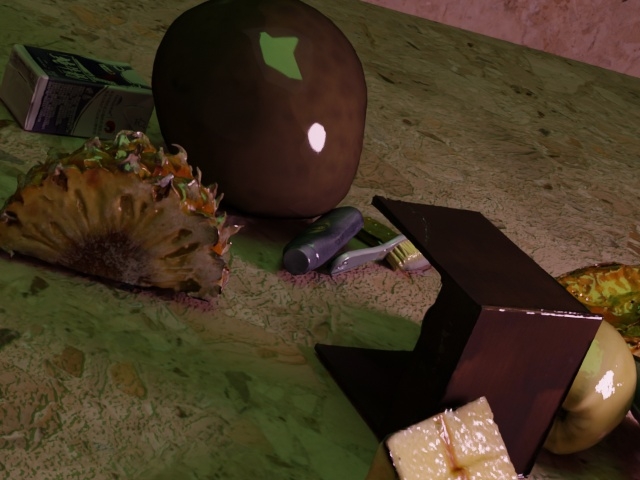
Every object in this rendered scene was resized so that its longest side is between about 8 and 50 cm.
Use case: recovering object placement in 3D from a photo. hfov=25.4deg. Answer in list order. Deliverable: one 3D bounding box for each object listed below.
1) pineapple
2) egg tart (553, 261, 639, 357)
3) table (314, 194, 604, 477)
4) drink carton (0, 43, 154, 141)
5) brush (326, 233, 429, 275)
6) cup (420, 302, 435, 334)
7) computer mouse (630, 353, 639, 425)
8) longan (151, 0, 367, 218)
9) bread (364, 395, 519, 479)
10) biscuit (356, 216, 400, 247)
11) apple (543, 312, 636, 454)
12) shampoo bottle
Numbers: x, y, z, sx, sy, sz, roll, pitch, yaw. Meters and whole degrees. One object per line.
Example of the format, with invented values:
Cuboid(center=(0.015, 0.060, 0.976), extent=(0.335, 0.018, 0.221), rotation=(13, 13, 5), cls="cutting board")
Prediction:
Cuboid(center=(-0.273, -0.089, 1.972), extent=(0.344, 0.209, 0.286), rotation=(14, 23, -12), cls="pineapple")
Cuboid(center=(0.463, 0.135, 2.193), extent=(0.290, 0.115, 0.290), rotation=(-1, 26, 1), cls="egg tart")
Cuboid(center=(0.165, 0.122, 1.824), extent=(0.196, 0.250, 0.282), rotation=(5, 26, -32), cls="table")
Cuboid(center=(-0.400, -0.240, 2.358), extent=(0.222, 0.101, 0.134), rotation=(6, 24, -36), cls="drink carton")
Cuboid(center=(0.116, 0.029, 2.258), extent=(0.297, 0.068, 0.060), rotation=(-17, 65, -51), cls="brush")
Cuboid(center=(0.199, 0.143, 2.049), extent=(0.077, 0.078, 0.100), rotation=(13, 57, -30), cls="cup")
Cuboid(center=(0.475, 0.251, 1.917), extent=(0.158, 0.072, 0.310), rotation=(56, 4, -16), cls="computer mouse")
Cuboid(center=(-0.091, -0.220, 2.285), extent=(0.404, 0.336, 0.404), rotation=(49, 13, -16), cls="longan")
Cuboid(center=(0.169, 0.291, 1.584), extent=(0.178, 0.135, 0.240), rotation=(33, 23, 28), cls="bread")
Cuboid(center=(0.090, -0.012, 2.365), extent=(0.083, 0.018, 0.081), rotation=(32, 25, 24), cls="biscuit")
Cuboid(center=(0.331, 0.187, 1.904), extent=(0.200, 0.200, 0.200), rotation=(18, 22, -8), cls="apple")
Cuboid(center=(0.000, 0.000, 2.194), extent=(0.087, 0.049, 0.234), rotation=(-12, 12, 22), cls="shampoo bottle")
